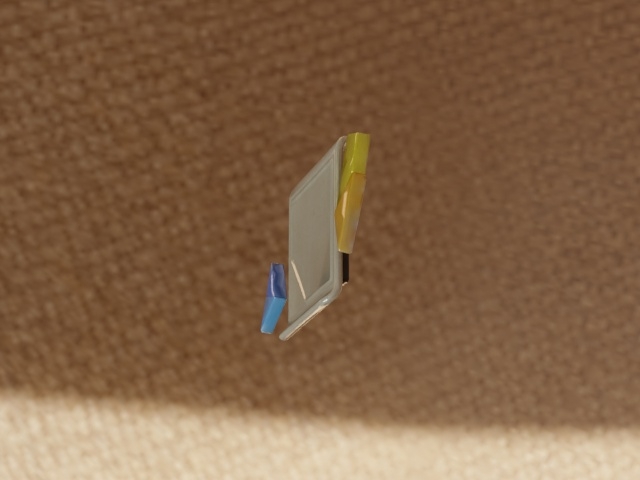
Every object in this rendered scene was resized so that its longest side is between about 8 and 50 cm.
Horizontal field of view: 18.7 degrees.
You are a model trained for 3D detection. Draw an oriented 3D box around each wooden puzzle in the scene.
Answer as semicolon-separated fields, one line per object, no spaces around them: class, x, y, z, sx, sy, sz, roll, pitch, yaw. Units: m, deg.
wooden puzzle;0.000;0.000;0.797;0.014;0.116;0.079;10;77;-15
